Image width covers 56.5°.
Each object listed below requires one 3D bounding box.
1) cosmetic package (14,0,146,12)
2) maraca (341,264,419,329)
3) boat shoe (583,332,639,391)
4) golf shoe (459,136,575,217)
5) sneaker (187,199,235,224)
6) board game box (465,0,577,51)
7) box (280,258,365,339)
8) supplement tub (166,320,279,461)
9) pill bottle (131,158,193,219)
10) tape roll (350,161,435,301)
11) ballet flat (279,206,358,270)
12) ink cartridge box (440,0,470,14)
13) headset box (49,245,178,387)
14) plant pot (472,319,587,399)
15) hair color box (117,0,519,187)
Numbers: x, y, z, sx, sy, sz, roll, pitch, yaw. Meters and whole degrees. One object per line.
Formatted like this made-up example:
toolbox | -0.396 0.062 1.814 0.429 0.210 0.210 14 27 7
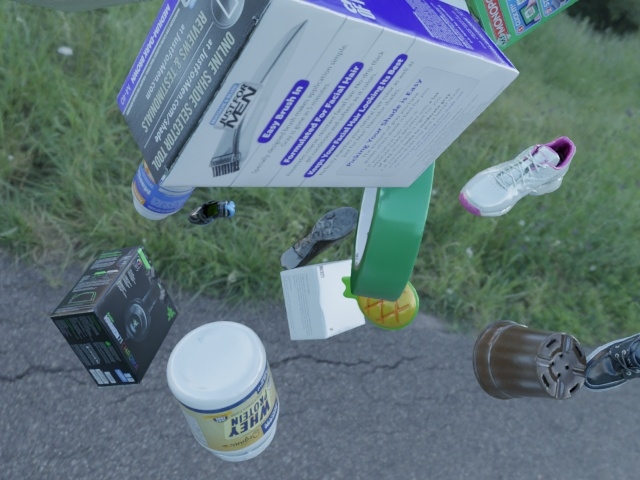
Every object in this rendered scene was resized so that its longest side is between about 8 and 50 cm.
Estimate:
cosmetic package | -0.336 -0.403 0.805 0.151 0.151 0.183 -3 15 10
maraca | 0.132 0.120 1.328 0.186 0.127 0.099 36 9 17
boat shoe | 0.591 0.219 1.112 0.080 0.228 0.076 66 19 13
golf shoe | 0.438 -0.150 1.320 0.306 0.140 0.115 -24 66 -26
sneaker | -0.336 -0.089 1.773 0.078 0.188 0.067 8 77 -47
board game box | 0.283 -0.432 0.824 0.317 0.213 0.046 44 18 -50
box | 0.008 0.150 1.535 0.182 0.119 0.181 -8 88 -53
supplement tub | -0.223 0.372 1.440 0.228 0.316 0.228 -4 44 4
pill bottle | -0.419 -0.158 1.600 0.152 0.272 0.152 13 62 -25
tape roll | 0.116 -0.060 1.009 0.077 0.321 0.321 9 42 -2
ballet flat | 0.000 0.000 1.581 0.084 0.250 0.058 54 7 21
ink cartridge box | 0.282 -0.521 1.418 0.171 0.232 0.168 5 10 -11
headset box | -0.507 0.184 1.522 0.283 0.131 0.246 -72 149 -54
plant pot | 0.420 0.243 1.185 0.167 0.165 0.167 3 83 -22
hair color box | 0.015 -0.144 0.551 0.339 0.185 0.110 -7 58 -47
